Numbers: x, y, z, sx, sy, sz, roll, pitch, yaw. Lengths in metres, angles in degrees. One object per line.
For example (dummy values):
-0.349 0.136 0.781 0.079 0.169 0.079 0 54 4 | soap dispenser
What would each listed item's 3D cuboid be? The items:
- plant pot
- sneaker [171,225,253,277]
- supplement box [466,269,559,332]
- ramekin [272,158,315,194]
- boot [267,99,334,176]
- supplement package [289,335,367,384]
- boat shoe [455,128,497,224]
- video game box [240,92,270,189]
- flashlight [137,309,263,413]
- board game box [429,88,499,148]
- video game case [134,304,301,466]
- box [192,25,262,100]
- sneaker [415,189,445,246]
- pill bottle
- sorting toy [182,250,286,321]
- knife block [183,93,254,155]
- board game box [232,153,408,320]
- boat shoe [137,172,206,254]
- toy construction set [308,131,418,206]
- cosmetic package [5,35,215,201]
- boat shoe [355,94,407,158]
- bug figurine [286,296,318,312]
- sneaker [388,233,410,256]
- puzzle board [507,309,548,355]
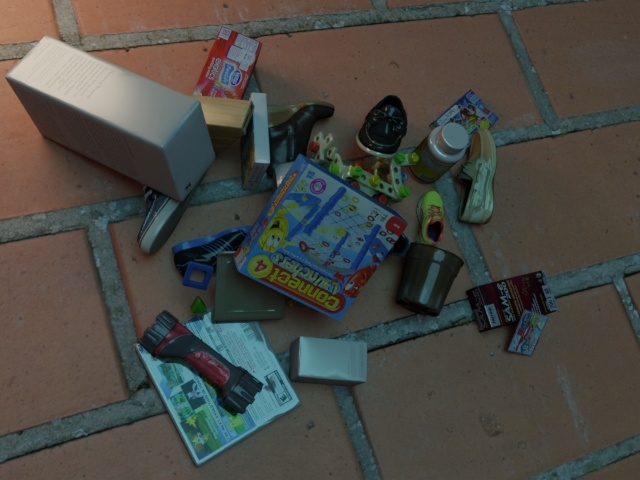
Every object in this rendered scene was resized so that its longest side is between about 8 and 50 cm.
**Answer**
0.291 0.113 1.800 0.167 0.167 0.165 24 75 -8 | plant pot
-0.266 0.030 1.701 0.232 0.081 0.090 -17 80 -14 | sneaker
0.559 0.175 1.898 0.240 0.073 0.130 -12 77 -19 | supplement box
-0.067 -0.114 1.743 0.109 0.207 0.207 -4 73 -8 | ramekin
-0.059 -0.293 1.886 0.249 0.090 0.206 -10 89 -24 | boot
0.018 0.311 1.671 0.179 0.105 0.105 8 70 -15 | supplement package
0.468 -0.200 1.980 0.098 0.109 0.302 6 79 -9 | boat shoe
-0.180 -0.265 1.765 0.048 0.187 0.205 0 71 -15 | video game box
-0.285 0.295 1.550 0.304 0.103 0.103 40 92 -2 | flashlight
0.460 -0.378 2.079 0.201 0.035 0.136 -41 87 -25 | board game box
-0.251 0.336 1.620 0.300 0.036 0.329 -26 82 -23 | video game case
-0.269 -0.452 1.837 0.128 0.122 0.256 20 67 -9 | box
0.331 -0.057 1.898 0.082 0.094 0.208 11 67 -11 | sneaker
0.346 -0.258 1.905 0.117 0.215 0.117 6 70 -15 | pill bottle
-0.173 0.111 1.635 0.348 0.047 0.196 0 110 -18 | sorting toy
-0.336 -0.329 1.705 0.242 0.276 0.088 26 66 -25 | knife block
0.000 0.000 1.564 0.308 0.086 0.302 28 103 -25 | board game box
-0.425 -0.129 1.692 0.158 0.127 0.340 25 58 0 | boat shoe
0.121 -0.194 1.834 0.328 0.151 0.215 16 71 -18 | toy construction set
-0.501 -0.296 1.587 0.453 0.230 0.161 26 65 13 | cosmetic package
0.187 -0.333 1.843 0.127 0.113 0.340 23 29 6 | boat shoe
-0.070 0.065 1.700 0.279 0.072 0.216 21 108 -10 | bug figurine
0.119 -0.034 1.701 0.350 0.148 0.131 16 102 -51 | sneaker
0.596 0.266 1.864 0.096 0.011 0.128 17 99 -26 | puzzle board
